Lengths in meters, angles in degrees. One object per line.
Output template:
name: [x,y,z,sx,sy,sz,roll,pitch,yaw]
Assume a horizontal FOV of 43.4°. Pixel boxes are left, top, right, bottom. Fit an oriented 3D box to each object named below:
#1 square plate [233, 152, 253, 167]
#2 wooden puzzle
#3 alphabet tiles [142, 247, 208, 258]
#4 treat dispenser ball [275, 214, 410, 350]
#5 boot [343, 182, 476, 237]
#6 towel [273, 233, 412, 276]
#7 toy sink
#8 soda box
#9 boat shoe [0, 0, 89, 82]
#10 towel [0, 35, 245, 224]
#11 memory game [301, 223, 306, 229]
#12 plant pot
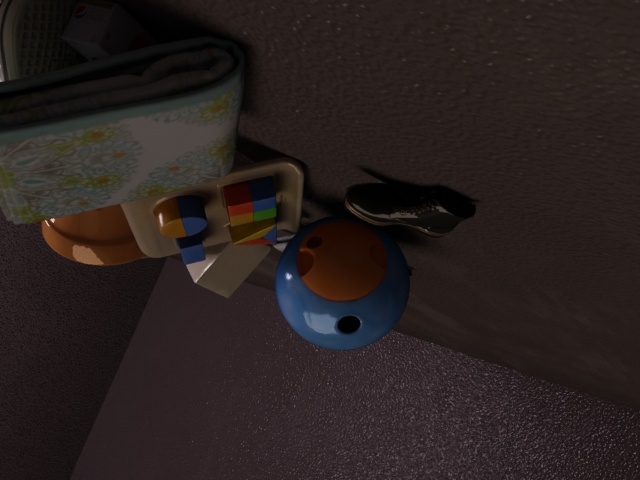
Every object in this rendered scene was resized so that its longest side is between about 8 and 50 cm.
square plate: [-0.279,-0.105,1.710,0.344,0.049,0.347,-20,141,40]
wooden puzzle: [-0.205,-0.040,1.598,0.348,0.080,0.322,-9,159,-7]
alphabet tiles: [-0.436,-0.056,2.035,0.342,0.011,0.285,-9,-137,-26]
treat dispenser ball: [0.047,0.089,1.717,0.288,0.288,0.288,22,170,4]
boot: [0.149,-0.066,1.334,0.198,0.077,0.137,11,168,-11]
towel: [0.050,0.053,2.151,0.312,0.056,0.324,21,170,-15]
toy sink: [-0.306,0.045,2.643,0.153,0.234,0.131,30,-163,-42]
soda box: [-0.272,-0.263,1.170,0.074,0.069,0.216,17,170,26]
boat shoe: [-0.432,-0.220,1.257,0.156,0.187,0.500,32,157,7]
towel: [-0.295,-0.144,1.133,0.374,0.090,0.320,-14,165,-15]
memory game: [-0.118,-0.058,1.927,0.186,0.012,0.186,21,-170,-4]
plant pot: [-0.510,-0.110,1.904,0.291,0.291,0.203,21,130,8]
